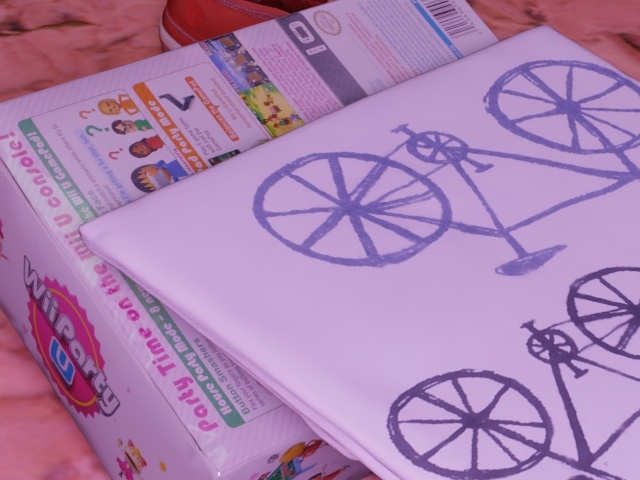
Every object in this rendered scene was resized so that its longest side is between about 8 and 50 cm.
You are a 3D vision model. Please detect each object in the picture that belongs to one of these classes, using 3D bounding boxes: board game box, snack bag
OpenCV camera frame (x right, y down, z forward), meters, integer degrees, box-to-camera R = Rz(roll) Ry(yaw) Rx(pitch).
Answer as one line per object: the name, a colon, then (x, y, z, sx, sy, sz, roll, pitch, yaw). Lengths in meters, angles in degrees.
board game box: (0.000, 0.000, 0.833, 0.303, 0.097, 0.224, -21, 62, -34)
snack bag: (0.122, 0.025, 0.713, 0.323, 0.037, 0.342, -26, 48, -37)

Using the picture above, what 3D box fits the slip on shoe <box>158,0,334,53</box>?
slip on shoe: (0.031, -0.122, 1.074, 0.331, 0.101, 0.123, 27, 38, 26)
